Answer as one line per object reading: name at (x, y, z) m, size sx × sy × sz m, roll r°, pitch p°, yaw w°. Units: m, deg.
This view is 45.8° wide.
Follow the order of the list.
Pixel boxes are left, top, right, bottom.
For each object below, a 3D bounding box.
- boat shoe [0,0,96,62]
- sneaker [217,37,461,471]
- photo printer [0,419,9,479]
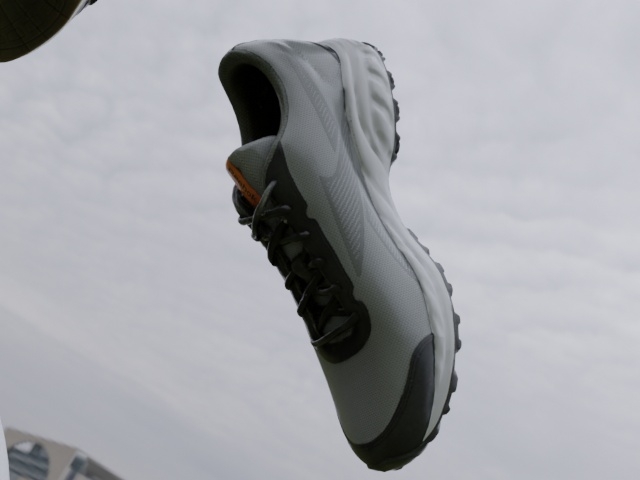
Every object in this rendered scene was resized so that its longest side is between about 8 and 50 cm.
boat shoe at (-0.193, -0.224, 0.599) m, size 0.223 × 0.073 × 0.080 m, roll -37°, pitch -86°, yaw 27°
sneaker at (0.000, 0.000, 0.446) m, size 0.107 × 0.272 × 0.100 m, roll 0°, pitch -24°, yaw -34°
photo printer at (-0.361, 0.171, 0.488) m, size 0.307 × 0.256 × 0.107 m, roll 22°, pitch -60°, yaw -30°
